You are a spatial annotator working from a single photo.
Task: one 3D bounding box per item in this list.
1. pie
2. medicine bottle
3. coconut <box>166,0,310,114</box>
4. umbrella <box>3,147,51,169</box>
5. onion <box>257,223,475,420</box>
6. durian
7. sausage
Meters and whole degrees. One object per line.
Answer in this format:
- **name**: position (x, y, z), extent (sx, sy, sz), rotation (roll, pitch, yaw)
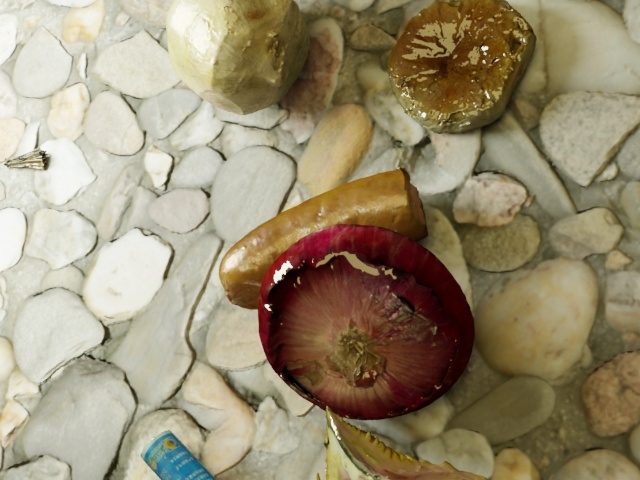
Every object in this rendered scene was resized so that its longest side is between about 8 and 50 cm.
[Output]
- **pie**: position (0.174, -0.230, 1.329), extent (0.195, 0.046, 0.195), rotation (-7, 69, 18)
- **medicine bottle**: position (-0.139, 0.307, 1.244), extent (0.191, 0.051, 0.051), rotation (41, 88, 27)
- **coconut**: position (-0.103, -0.259, 1.366), extent (0.194, 0.194, 0.194), rotation (-6, 69, 17)
- **umbrella**: position (-0.426, -0.117, 1.516), extent (0.083, 0.020, 0.031), rotation (-7, 108, 17)
- **onion**: position (0.051, 0.087, 1.179), extent (0.248, 0.248, 0.161), rotation (0, 42, 19)
- **durian**: position (0.100, 0.332, 1.104), extent (0.305, 0.185, 0.195), rotation (30, 109, 19)
- **sausage**: position (-0.001, -0.001, 1.276), extent (0.270, 0.109, 0.109), rotation (-26, 65, 8)
